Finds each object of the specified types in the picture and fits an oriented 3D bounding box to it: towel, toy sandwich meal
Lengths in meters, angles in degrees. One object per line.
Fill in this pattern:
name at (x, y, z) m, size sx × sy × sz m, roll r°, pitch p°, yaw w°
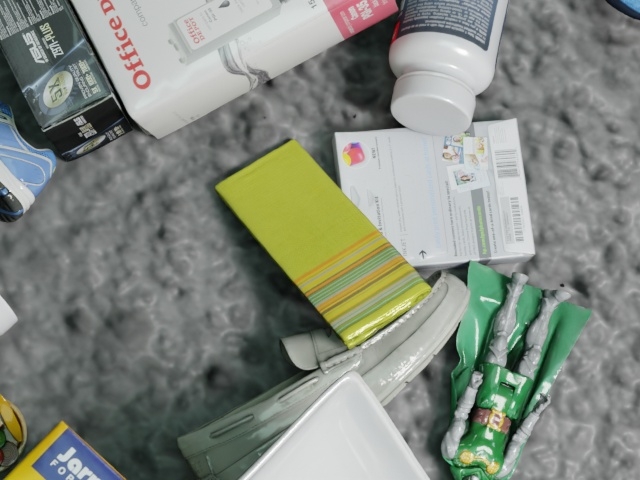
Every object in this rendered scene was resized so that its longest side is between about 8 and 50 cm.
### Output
towel at (0.000, 0.000, 1.789) m, size 0.102 × 0.021 × 0.237 m, roll -31°, pitch 55°, yaw -16°
toy sandwich meal at (-0.320, 0.181, 1.759) m, size 0.086 × 0.029 × 0.085 m, roll 1°, pitch 77°, yaw -5°

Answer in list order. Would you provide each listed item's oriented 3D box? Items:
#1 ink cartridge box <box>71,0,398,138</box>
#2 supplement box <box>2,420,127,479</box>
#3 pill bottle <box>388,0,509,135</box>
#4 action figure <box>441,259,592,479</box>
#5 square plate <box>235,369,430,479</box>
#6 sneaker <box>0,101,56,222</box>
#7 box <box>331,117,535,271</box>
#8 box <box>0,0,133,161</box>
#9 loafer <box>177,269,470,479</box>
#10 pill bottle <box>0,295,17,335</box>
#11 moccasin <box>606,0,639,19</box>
ink cartridge box at (-0.096, -0.256, 1.804) m, size 0.283 × 0.117 × 0.207 m, roll -28°, pitch 81°, yaw 3°
supplement box at (-0.280, 0.362, 1.636) m, size 0.194 × 0.195 × 0.356 m, roll 42°, pitch 76°, yaw 5°
pill bottle at (0.126, -0.201, 1.837) m, size 0.108 × 0.108 × 0.180 m, roll 15°, pitch 66°, yaw -2°
action figure at (0.175, 0.150, 1.799) m, size 0.137 × 0.063 × 0.232 m, roll 21°, pitch 80°, yaw -8°
square plate at (-0.019, 0.340, 1.603) m, size 0.347 × 0.049 × 0.344 m, roll -42°, pitch 119°, yaw -16°
sneaker at (-0.351, -0.110, 1.809) m, size 0.211 × 0.080 × 0.081 m, roll 43°, pitch 59°, yaw 2°
box at (0.112, -0.043, 1.848) m, size 0.186 × 0.038 × 0.145 m, roll -5°, pitch 77°, yaw -8°
box at (-0.261, -0.182, 1.785) m, size 0.078 × 0.147 × 0.180 m, roll -27°, pitch 82°, yaw -3°
loafer at (0.006, 0.128, 1.761) m, size 0.319 × 0.112 × 0.111 m, roll -40°, pitch 92°, yaw -12°
pill bottle at (-0.393, 0.112, 1.721) m, size 0.216 × 0.121 × 0.121 m, roll -43°, pitch 84°, yaw -13°
moccasin at (0.443, -0.249, 1.893) m, size 0.342 × 0.117 × 0.137 m, roll 6°, pitch 89°, yaw -9°
